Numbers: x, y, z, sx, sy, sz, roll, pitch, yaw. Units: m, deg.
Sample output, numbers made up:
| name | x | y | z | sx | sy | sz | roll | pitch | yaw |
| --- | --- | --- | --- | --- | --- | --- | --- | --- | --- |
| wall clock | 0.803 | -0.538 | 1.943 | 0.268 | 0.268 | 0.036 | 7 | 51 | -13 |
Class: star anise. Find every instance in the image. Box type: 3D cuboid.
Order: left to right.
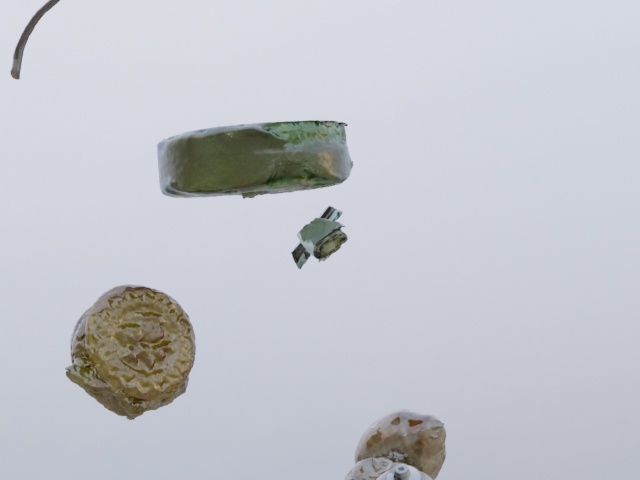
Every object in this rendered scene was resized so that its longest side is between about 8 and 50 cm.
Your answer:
| name | x | y | z | sx | sy | sz | roll | pitch | yaw |
| --- | --- | --- | --- | --- | --- | --- | --- | --- | --- |
| star anise | -0.295 | -0.314 | 1.332 | 0.148 | 0.218 | 0.227 | 40 | -29 | -23 |

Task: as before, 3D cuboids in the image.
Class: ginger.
| name | x | y | z | sx | sy | sz | roll | pitch | yaw |
| --- | --- | --- | --- | --- | --- | --- | --- | --- | --- |
| ginger | 0.134 | 0.421 | 1.814 | 0.176 | 0.375 | 0.256 | 35 | -63 | -4 |

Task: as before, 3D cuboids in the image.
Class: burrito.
| name | x | y | z | sx | sy | sz | roll | pitch | yaw |
| --- | --- | --- | --- | --- | --- | --- | --- | --- | --- |
| burrito | 0.002 | -0.009 | 1.801 | 0.074 | 0.118 | 0.044 | -42 | -68 | -5 |

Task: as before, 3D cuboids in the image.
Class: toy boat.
| name | x | y | z | sx | sy | sz | roll | pitch | yaw |
| --- | --- | --- | --- | --- | --- | --- | --- | --- | --- |
| toy boat | 0.000 | 0.000 | 1.988 | 0.066 | 0.140 | 0.059 | 39 | -11 | -6 |

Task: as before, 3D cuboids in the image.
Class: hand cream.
| name | x | y | z | sx | sy | sz | roll | pitch | yaw |
| --- | --- | --- | --- | --- | --- | --- | --- | --- | --- |
| hand cream | 0.120 | 0.375 | 1.334 | 0.048 | 0.083 | 0.224 | -29 | -52 | -25 |

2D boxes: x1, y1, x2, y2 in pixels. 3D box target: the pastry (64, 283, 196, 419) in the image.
| name | x | y | z | sx | sy | sz | roll | pitch | yaw |
| --- | --- | --- | --- | --- | --- | --- | --- | --- | --- |
| pastry | -0.344 | 0.208 | 1.880 | 0.240 | 0.235 | 0.132 | 31 | -32 | -23 |

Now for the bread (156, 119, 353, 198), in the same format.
| name | x | y | z | sx | sy | sz | roll | pitch | yaw |
| --- | --- | --- | --- | --- | --- | --- | --- | --- | --- |
| bread | -0.117 | -0.145 | 1.921 | 0.366 | 0.129 | 0.382 | -4 | 3 | 14 |
